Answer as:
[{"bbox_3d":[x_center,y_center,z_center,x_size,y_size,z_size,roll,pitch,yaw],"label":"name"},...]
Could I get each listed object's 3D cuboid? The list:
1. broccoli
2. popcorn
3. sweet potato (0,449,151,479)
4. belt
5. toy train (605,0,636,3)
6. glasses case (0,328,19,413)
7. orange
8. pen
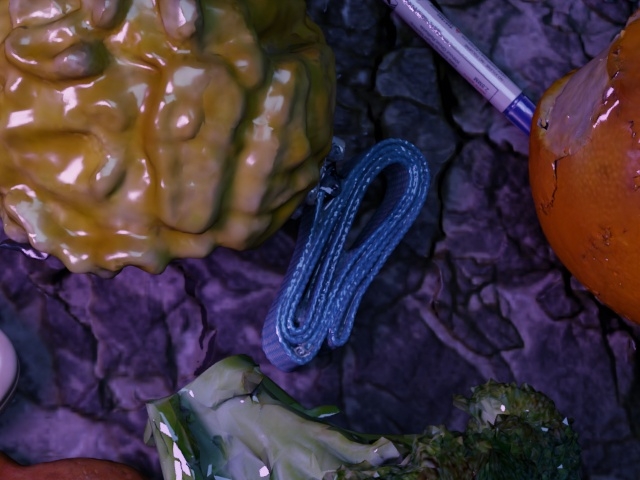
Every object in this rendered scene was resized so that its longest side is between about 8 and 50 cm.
[{"bbox_3d":[0.011,0.181,0.791,0.308,0.308,0.275,-32,77,-19],"label":"broccoli"},{"bbox_3d":[-0.113,-0.083,0.886,0.249,0.249,0.225,14,102,-7],"label":"popcorn"},{"bbox_3d":[-0.140,0.166,0.883,0.202,0.055,0.058,20,59,-4],"label":"sweet potato"},{"bbox_3d":[0.002,-0.001,0.961,0.100,0.065,0.179,30,69,-12],"label":"belt"},{"bbox_3d":[0.277,-0.284,1.080,0.163,0.112,0.203,5,71,-6],"label":"toy train"},{"bbox_3d":[-0.279,0.047,0.894,0.196,0.050,0.083,37,72,1],"label":"glasses case"},{"bbox_3d":[0.260,-0.052,0.938,0.240,0.240,0.240,3,72,-10],"label":"orange"},{"bbox_3d":[0.112,-0.129,1.044,0.204,0.025,0.025,44,70,3],"label":"pen"}]
